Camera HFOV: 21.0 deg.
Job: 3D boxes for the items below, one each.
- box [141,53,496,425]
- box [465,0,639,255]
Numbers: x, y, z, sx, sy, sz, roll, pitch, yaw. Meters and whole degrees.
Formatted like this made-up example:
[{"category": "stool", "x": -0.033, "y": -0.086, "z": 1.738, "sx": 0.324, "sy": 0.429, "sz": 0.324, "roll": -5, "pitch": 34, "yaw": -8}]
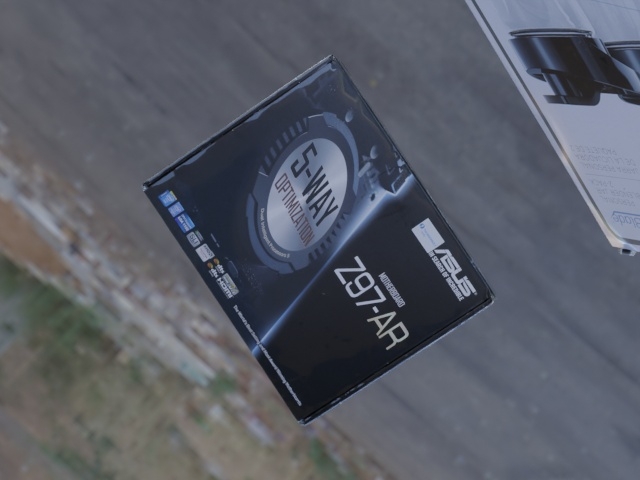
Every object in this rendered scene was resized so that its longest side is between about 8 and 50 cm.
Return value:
[{"category": "box", "x": 0.000, "y": 0.000, "z": 0.489, "sx": 0.083, "sy": 0.067, "sz": 0.018, "roll": 57, "pitch": -173, "yaw": -1}, {"category": "box", "x": 0.094, "y": -0.125, "z": 0.503, "sx": 0.290, "sy": 0.087, "sz": 0.169, "roll": 56, "pitch": 163, "yaw": -18}]
